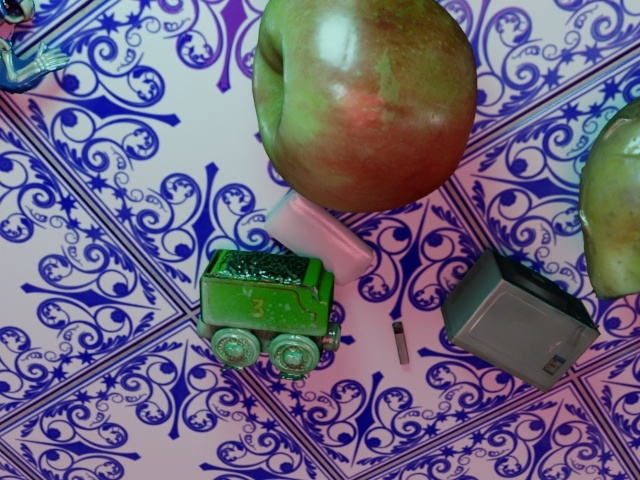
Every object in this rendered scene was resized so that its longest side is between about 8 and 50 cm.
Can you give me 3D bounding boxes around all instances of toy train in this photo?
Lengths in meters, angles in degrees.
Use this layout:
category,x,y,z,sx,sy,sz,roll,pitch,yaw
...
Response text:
category,x,y,z,sx,sy,sz,roll,pitch,yaw
toy train,-0.084,0.115,1.313,0.243,0.132,0.188,6,118,6

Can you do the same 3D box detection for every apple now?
category,x,y,z,sx,sy,sz,roll,pitch,yaw
apple,0.062,-0.195,1.059,0.277,0.319,0.319,-5,120,-18

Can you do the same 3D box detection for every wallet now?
category,x,y,z,sx,sy,sz,roll,pitch,yaw
wallet,0.000,0.000,1.317,0.190,0.033,0.095,40,113,-19

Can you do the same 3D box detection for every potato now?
category,x,y,z,sx,sy,sz,roll,pitch,yaw
potato,0.493,-0.087,1.172,0.289,0.301,0.237,-32,95,-19

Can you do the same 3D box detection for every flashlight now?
category,x,y,z,sx,sy,sz,roll,pitch,yaw
flashlight,0.143,0.183,1.424,0.018,0.018,0.083,-10,118,7

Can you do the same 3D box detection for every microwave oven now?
category,x,y,z,sx,sy,sz,roll,pitch,yaw
microwave oven,0.328,0.129,1.333,0.205,0.129,0.163,29,113,-15

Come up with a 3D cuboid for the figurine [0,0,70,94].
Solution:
category,x,y,z,sx,sy,sz,roll,pitch,yaw
figurine,-0.497,-0.265,1.135,0.262,0.121,0.164,-36,121,-1
